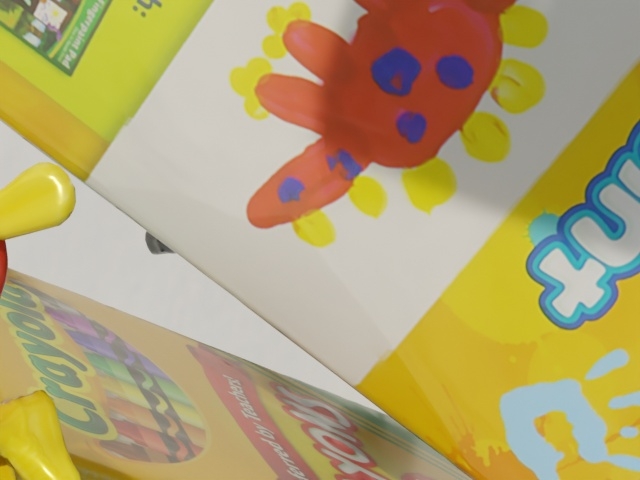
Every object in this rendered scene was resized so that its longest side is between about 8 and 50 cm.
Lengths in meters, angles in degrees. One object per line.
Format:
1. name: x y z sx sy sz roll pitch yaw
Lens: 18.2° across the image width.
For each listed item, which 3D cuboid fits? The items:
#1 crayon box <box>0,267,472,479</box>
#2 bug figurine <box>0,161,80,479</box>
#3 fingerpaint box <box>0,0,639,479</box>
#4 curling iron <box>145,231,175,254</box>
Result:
1. crayon box: -0.055 0.100 0.744 0.319 0.202 0.081 23 101 -28
2. bug figurine: -0.090 0.120 0.366 0.072 0.216 0.279 -2 65 -49
3. fingerpaint box: 0.097 -0.171 0.656 0.444 0.371 0.163 -57 173 28
4. curling iron: 0.000 0.000 1.100 0.035 0.274 0.068 3 89 -51
